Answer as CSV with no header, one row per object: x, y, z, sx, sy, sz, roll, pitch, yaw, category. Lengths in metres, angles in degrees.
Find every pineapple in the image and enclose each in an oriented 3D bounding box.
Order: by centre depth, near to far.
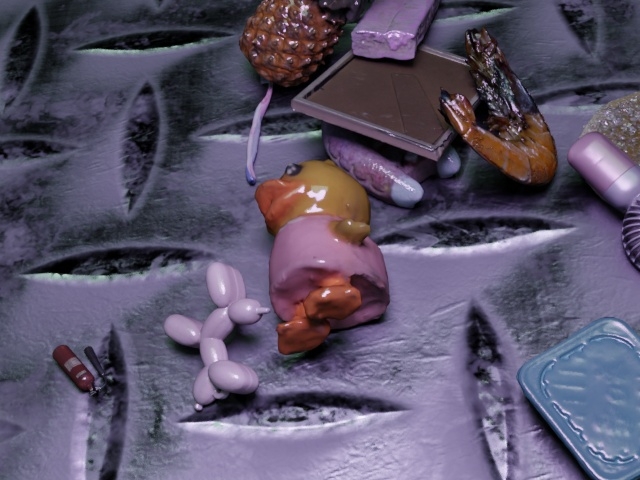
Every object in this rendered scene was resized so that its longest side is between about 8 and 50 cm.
0.012,-0.387,1.338,0.310,0.170,0.141,-43,77,25,pineapple

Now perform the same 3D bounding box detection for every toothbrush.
-0.098,-0.194,1.357,0.027,0.021,0.269,-8,51,17,toothbrush

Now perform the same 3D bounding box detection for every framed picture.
0.127,-0.234,1.284,0.232,0.024,0.315,23,39,16,framed picture

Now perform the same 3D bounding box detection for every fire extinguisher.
-0.308,0.170,1.105,0.100,0.032,0.046,38,31,30,fire extinguisher

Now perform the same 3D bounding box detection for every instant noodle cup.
0.333,0.193,0.974,0.157,0.070,0.179,-27,55,-11,instant noodle cup

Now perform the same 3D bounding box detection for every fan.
0.430,-0.053,1.122,0.130,0.074,0.244,-40,66,4,fan

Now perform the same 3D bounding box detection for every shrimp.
0.238,-0.205,1.218,0.222,0.054,0.290,5,57,-38,shrimp

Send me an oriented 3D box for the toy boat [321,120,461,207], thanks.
0.096,-0.151,1.259,0.155,0.085,0.227,-38,57,-19,toy boat

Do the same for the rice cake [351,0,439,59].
0.137,-0.382,1.410,0.106,0.050,0.298,8,37,13,rice cake

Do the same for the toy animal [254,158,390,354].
0.003,-0.001,1.113,0.169,0.195,0.281,12,47,-34,toy animal

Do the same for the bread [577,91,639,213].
0.507,-0.130,1.218,0.266,0.040,0.267,-4,52,5,bread

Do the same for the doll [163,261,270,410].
-0.128,0.129,1.069,0.161,0.059,0.160,-51,53,10,doll
